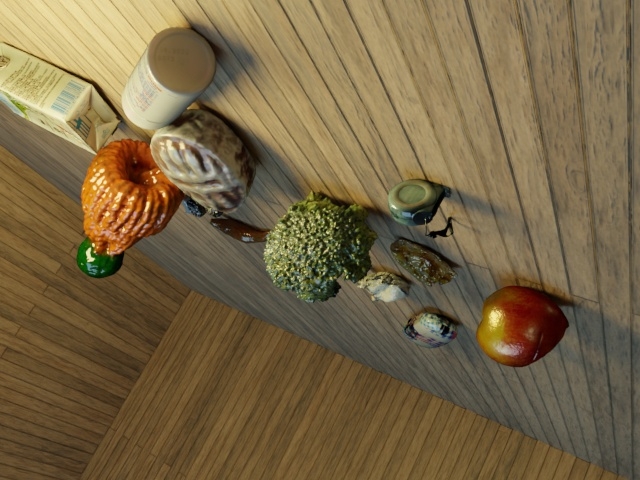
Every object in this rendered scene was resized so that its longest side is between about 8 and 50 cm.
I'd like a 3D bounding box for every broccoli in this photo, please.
[{"bbox_3d":[0.001,0.009,1.614,0.288,0.260,0.235,16,146,32],"label":"broccoli"}]

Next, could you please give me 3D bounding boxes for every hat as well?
[{"bbox_3d":[-0.538,-0.064,1.891,0.285,0.285,0.400,27,127,5],"label":"hat"}]

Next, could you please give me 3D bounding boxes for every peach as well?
[{"bbox_3d":[0.458,0.198,1.531,0.192,0.190,0.190,18,161,21],"label":"peach"}]

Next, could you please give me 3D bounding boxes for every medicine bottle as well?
[{"bbox_3d":[-0.318,-0.309,1.348,0.130,0.130,0.341,34,162,-19],"label":"medicine bottle"}]

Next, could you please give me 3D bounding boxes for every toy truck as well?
[{"bbox_3d":[-0.304,-0.139,1.864,0.286,0.136,0.111,-3,124,57],"label":"toy truck"}]

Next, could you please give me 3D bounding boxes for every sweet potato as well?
[{"bbox_3d":[-0.257,-0.030,2.253,0.255,0.058,0.078,15,139,29],"label":"sweet potato"}]

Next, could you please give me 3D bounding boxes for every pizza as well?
[{"bbox_3d":[0.269,0.071,1.668,0.161,0.062,0.182,14,157,37],"label":"pizza"}]

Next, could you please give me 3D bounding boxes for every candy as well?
[{"bbox_3d":[-0.272,-0.191,1.595,0.214,0.157,0.289,4,147,26],"label":"candy"}]

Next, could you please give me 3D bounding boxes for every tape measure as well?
[{"bbox_3d":[0.202,-0.044,1.338,0.107,0.104,0.180,15,159,29],"label":"tape measure"}]

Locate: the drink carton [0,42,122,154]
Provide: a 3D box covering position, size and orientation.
[{"bbox_3d":[-0.727,-0.381,1.812,0.325,0.132,0.194,26,165,15],"label":"drink carton"}]

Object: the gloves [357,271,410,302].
[{"bbox_3d":[0.190,0.130,1.967,0.114,0.070,0.153,45,152,-24],"label":"gloves"}]

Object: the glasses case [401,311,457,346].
[{"bbox_3d":[0.353,0.295,2.190,0.125,0.076,0.327,30,164,2],"label":"glasses case"}]
